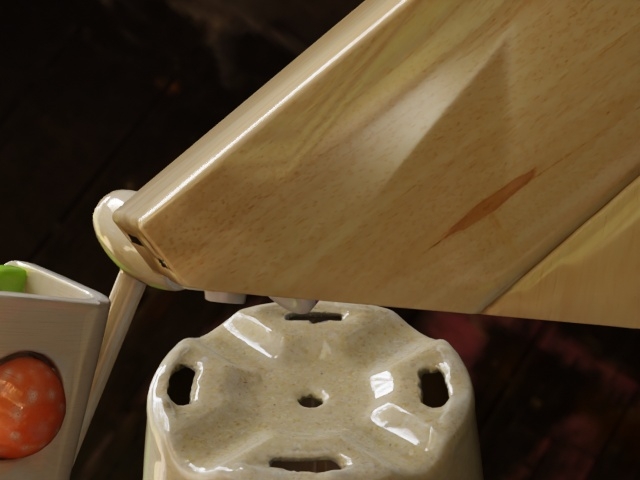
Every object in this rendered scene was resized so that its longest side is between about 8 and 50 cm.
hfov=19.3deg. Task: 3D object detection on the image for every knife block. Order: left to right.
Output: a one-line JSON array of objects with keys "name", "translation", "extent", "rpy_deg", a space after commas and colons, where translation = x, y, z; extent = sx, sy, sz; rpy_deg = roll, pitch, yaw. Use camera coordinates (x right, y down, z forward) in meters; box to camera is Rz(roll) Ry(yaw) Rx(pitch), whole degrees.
[{"name": "knife block", "translation": [0.078, -0.091, 0.649], "extent": [0.275, 0.242, 0.088], "rpy_deg": [5, 0, -12]}]

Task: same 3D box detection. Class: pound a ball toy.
[{"name": "pound a ball toy", "translation": [-0.169, 0.129, 1.009], "extent": [0.208, 0.319, 0.135], "rpy_deg": [9, 9, -46]}]

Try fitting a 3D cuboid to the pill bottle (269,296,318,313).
[{"name": "pill bottle", "translation": [0.000, 0.000, 1.107], "extent": [0.043, 0.083, 0.043], "rpy_deg": [33, -22, 15]}]

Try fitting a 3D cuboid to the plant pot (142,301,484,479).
[{"name": "plant pot", "translation": [-0.003, 0.223, 1.345], "extent": [0.333, 0.334, 0.305], "rpy_deg": [19, -54, 29]}]
